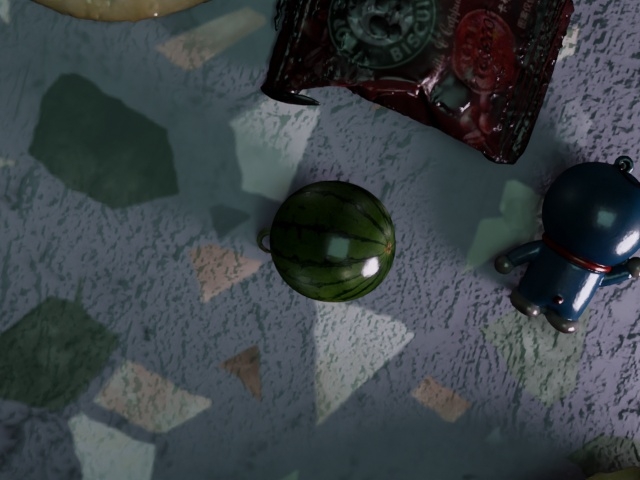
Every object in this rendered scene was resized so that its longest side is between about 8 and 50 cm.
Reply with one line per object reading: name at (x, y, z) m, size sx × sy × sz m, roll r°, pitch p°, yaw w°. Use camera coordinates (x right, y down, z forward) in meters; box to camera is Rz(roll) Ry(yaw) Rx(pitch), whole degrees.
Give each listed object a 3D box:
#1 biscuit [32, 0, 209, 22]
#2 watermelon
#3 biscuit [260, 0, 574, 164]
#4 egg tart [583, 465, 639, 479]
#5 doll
biscuit at (-0.141, -0.258, 0.961) m, size 0.265 × 0.040 × 0.188 m, roll -13°, pitch 106°, yaw -7°
watermelon at (0.005, -0.001, 1.009) m, size 0.109 × 0.109 × 0.109 m, roll -2°, pitch 102°, yaw -9°
biscuit at (0.075, -0.154, 1.008) m, size 0.235 × 0.063 × 0.151 m, roll 16°, pitch 87°, yaw -8°
egg tart at (0.270, 0.379, 1.091) m, size 0.388 × 0.169 × 0.387 m, roll -4°, pitch 105°, yaw -14°
doll at (0.213, -0.002, 1.054) m, size 0.114 × 0.085 × 0.152 m, roll 23°, pitch 107°, yaw -2°
